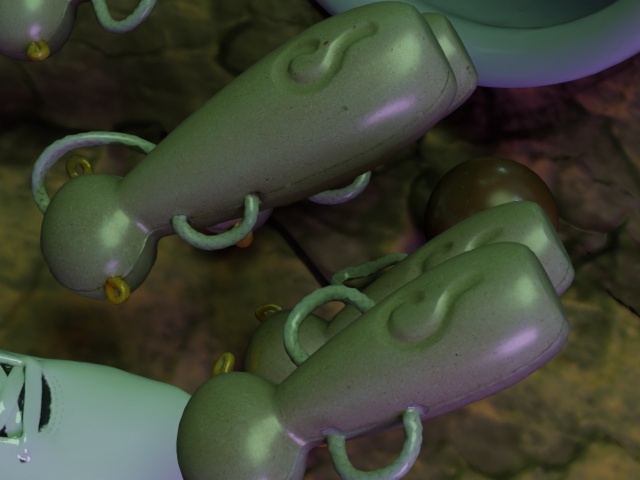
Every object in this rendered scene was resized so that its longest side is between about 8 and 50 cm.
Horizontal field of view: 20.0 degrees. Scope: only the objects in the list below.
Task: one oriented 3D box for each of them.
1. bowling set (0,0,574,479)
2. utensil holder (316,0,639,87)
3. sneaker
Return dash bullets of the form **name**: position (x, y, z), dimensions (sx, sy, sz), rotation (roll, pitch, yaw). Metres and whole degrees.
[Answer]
- **bowling set**: position (0.000, 0.000, 0.662), dimensions (0.154, 0.200, 0.287), rotation (-29, 52, 11)
- **utensil holder**: position (0.166, -0.285, 0.791), dimensions (0.385, 0.327, 0.327), rotation (-30, 70, -36)
- **sneaker**: position (-0.146, 0.057, 0.588), dimensions (0.237, 0.086, 0.085), rotation (8, 53, -15)
